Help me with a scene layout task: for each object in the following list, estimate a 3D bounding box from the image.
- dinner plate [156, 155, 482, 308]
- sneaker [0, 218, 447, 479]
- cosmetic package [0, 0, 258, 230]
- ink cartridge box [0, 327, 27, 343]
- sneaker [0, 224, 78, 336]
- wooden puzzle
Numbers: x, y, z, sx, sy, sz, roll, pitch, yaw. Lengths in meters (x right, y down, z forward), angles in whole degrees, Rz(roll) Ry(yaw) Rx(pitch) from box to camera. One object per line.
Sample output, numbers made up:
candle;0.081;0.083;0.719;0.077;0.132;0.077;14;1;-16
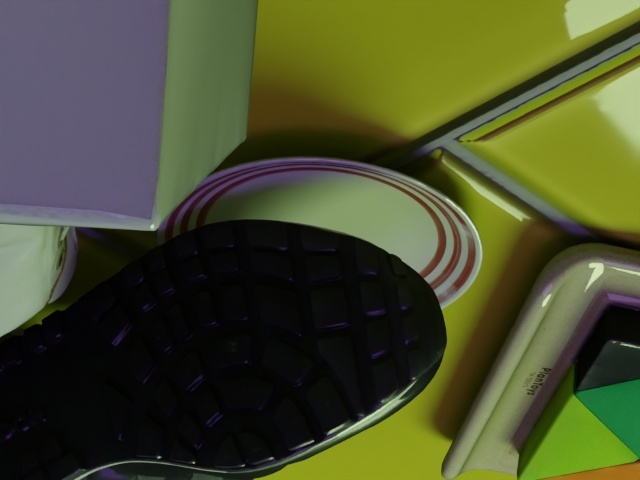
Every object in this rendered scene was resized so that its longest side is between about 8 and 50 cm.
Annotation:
dinner plate;0.000;0.000;0.731;0.141;0.017;0.141;4;148;3
sneaker;-0.059;0.070;0.762;0.283;0.107;0.124;-19;160;26
cosmetic package;-0.130;-0.086;0.407;0.225;0.138;0.224;3;-172;2
ink cartridge box;-0.125;0.118;0.897;0.171;0.056;0.235;7;129;-5
sneaker;-0.135;-0.035;0.649;0.123;0.106;0.290;-9;155;-42
wooden puzzle;0.195;0.088;0.817;0.239;0.044;0.221;8;147;-5
